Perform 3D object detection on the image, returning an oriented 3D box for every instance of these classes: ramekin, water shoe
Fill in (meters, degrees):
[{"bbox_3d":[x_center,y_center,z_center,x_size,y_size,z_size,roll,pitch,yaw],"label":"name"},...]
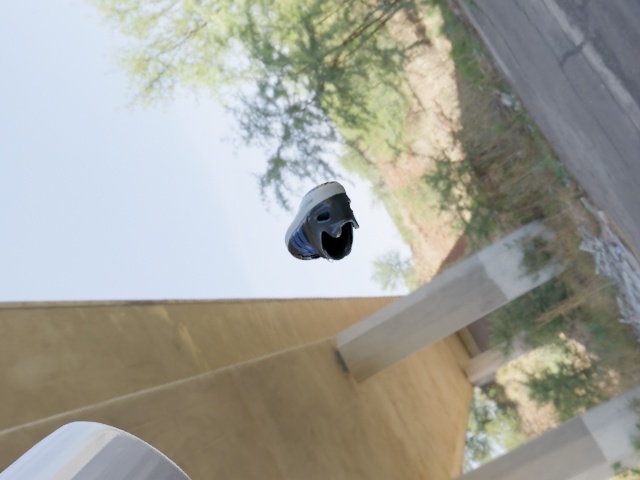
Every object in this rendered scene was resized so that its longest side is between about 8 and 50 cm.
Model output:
[{"bbox_3d":[-0.232,0.326,0.642,0.277,0.277,0.135,55,-141,-11],"label":"ramekin"},{"bbox_3d":[0.000,0.000,0.818,0.080,0.073,0.203,64,164,19],"label":"water shoe"}]
